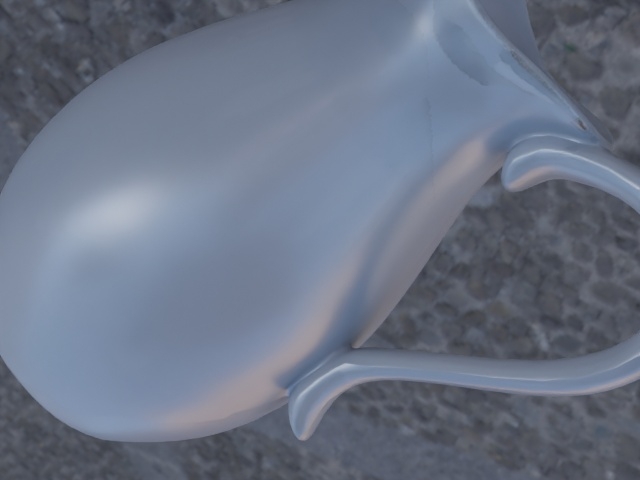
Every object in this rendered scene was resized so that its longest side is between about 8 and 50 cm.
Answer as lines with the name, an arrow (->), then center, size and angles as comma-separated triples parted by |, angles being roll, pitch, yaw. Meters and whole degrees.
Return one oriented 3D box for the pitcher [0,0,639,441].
pitcher -> 0.000, 0.000, 0.376 | 0.125, 0.207, 0.178 | 20, -141, -62
